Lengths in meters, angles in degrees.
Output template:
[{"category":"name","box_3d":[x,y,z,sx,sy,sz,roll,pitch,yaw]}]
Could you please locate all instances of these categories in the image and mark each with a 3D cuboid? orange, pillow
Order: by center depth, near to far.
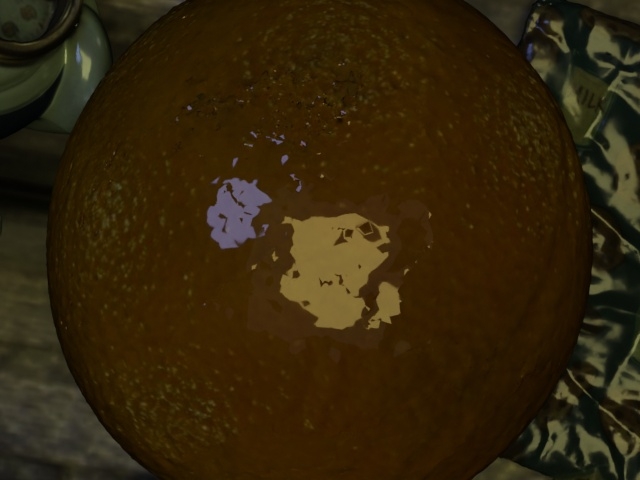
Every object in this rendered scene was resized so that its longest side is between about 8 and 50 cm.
[{"category":"orange","box_3d":[0.000,0.000,0.797,0.274,0.274,0.274,-1,96,-5]},{"category":"pillow","box_3d":[0.158,0.008,0.922,0.189,0.034,0.255,24,92,-1]}]

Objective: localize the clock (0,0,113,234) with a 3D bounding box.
[{"category":"clock","box_3d":[-0.216,-0.075,0.785,0.243,0.146,0.199,-33,108,-43]}]
